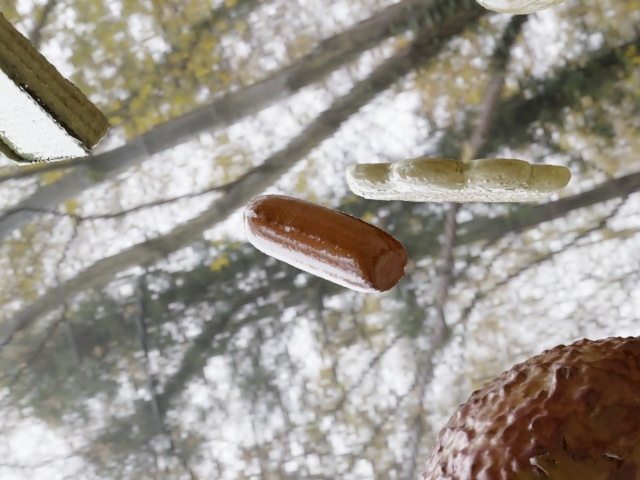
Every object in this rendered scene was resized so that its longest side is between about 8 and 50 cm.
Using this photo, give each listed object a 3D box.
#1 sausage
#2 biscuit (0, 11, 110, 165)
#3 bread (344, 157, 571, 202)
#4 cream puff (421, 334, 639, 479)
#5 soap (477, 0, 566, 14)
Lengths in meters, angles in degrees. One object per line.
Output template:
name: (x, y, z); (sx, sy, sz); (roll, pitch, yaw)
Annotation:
sausage: (0.000, 0.000, 1.558); (0.076, 0.197, 0.076); (-30, -50, -45)
biscuit: (-0.311, -0.169, 1.313); (0.252, 0.150, 0.052); (45, -118, -26)
bread: (0.151, -0.066, 1.644); (0.182, 0.250, 0.039); (133, 138, -87)
cream puff: (0.192, 0.213, 0.975); (0.350, 0.228, 0.351); (-3, -82, -23)
soap: (0.346, -0.422, 1.732); (0.115, 0.427, 0.306); (56, -155, 17)
